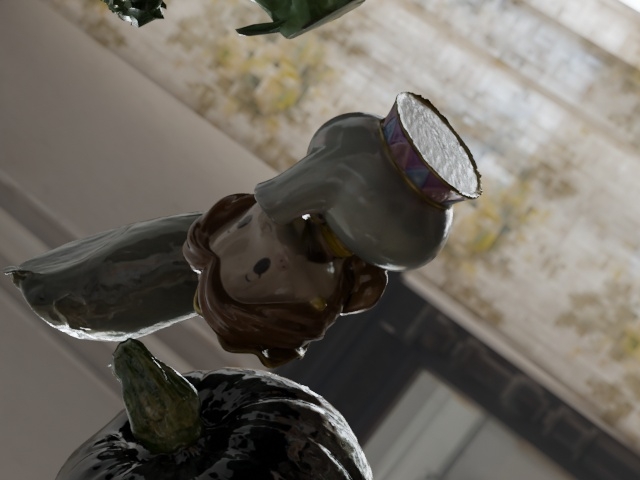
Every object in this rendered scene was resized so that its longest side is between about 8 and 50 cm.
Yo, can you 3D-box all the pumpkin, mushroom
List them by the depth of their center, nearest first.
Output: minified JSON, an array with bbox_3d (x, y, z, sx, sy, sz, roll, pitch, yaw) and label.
[{"bbox_3d":[-0.104,0.217,1.515,0.296,0.296,0.296,-35,-35,-29],"label":"pumpkin"},{"bbox_3d":[-0.118,0.029,1.584,0.097,0.351,0.109,11,-107,-69],"label":"mushroom"}]

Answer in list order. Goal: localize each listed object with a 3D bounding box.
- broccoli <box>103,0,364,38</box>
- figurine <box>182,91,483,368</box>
[{"bbox_3d":[-0.061,-0.365,1.820,0.413,0.321,0.310,-27,-60,17],"label":"broccoli"},{"bbox_3d":[0.000,0.000,1.384,0.263,0.142,0.189,-39,-40,25],"label":"figurine"}]
